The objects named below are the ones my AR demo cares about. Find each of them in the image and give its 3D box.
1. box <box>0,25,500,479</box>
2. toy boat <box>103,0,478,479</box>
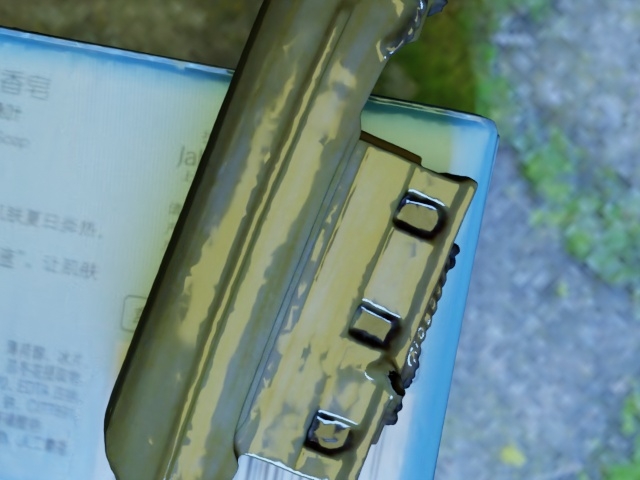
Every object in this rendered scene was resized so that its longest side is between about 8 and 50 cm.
[{"bbox_3d":[-0.071,0.010,0.583,0.232,0.083,0.142,10,96,1],"label":"box"},{"bbox_3d":[0.000,0.000,0.514,0.077,0.057,0.200,21,93,-6],"label":"toy boat"}]
